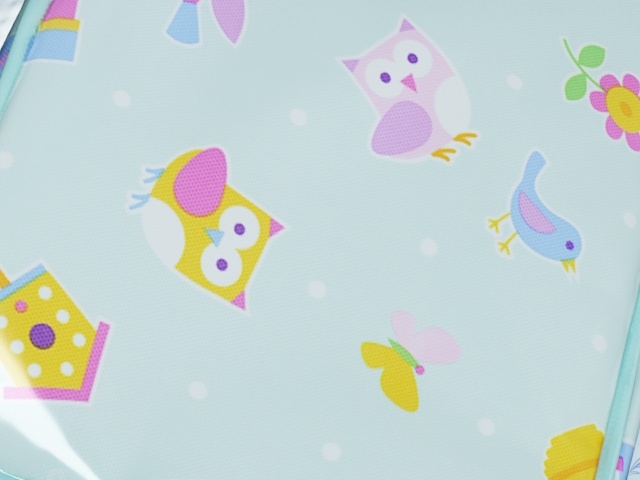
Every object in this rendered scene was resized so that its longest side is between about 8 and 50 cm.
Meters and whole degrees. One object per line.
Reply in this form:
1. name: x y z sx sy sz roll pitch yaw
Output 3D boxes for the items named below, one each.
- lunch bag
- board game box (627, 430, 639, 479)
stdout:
1. lunch bag: 0.000 0.000 0.555 0.224 0.108 0.279 26 61 -11
2. board game box: 0.117 0.087 0.638 0.090 0.020 0.090 -11 84 -6
